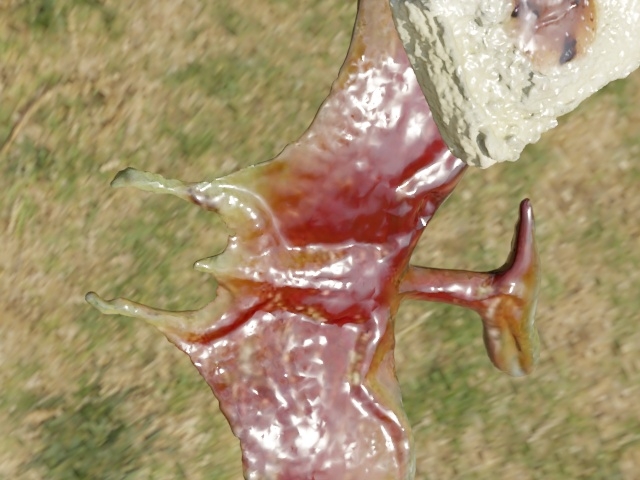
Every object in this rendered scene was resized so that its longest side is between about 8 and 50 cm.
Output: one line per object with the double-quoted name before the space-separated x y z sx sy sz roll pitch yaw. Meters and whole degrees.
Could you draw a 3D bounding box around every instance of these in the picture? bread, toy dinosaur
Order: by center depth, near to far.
"bread" 0.067 -0.069 0.611 0.083 0.035 0.070 -32 117 -22
"toy dinosaur" -0.007 -0.006 0.790 0.207 0.113 0.327 -20 116 -19
